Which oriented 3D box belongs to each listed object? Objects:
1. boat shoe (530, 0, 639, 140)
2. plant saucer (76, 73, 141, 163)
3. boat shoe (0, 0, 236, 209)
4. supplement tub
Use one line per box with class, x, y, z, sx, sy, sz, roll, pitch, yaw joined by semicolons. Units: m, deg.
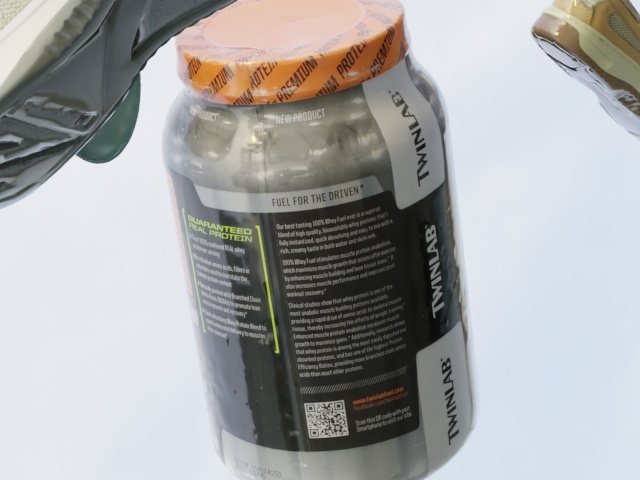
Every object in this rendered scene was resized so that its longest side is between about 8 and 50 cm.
boat shoe;0.212;-0.109;1.265;0.190;0.068;0.072;38;-95;-44
plant saucer;-0.150;-0.106;1.230;0.119;0.021;0.119;-3;-90;-65
boat shoe;-0.109;-0.151;1.020;0.320;0.103;0.118;-45;-26;17
supplement tub;0.000;0.000;1.344;0.193;0.193;0.316;-33;-55;-42
